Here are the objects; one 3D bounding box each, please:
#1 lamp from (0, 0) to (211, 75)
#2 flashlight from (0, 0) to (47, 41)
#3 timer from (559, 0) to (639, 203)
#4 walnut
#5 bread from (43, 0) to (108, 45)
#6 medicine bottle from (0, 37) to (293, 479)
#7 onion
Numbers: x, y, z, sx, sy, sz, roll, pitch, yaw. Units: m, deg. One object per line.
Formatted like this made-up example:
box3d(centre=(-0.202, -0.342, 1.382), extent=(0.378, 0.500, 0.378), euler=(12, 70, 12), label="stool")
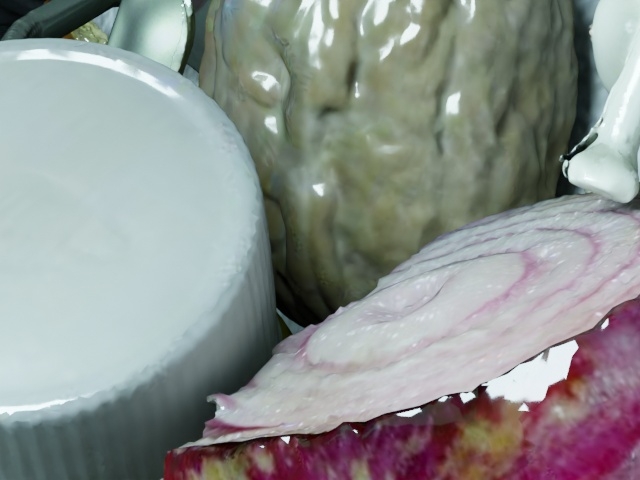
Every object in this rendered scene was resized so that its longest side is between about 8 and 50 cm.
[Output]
box3d(centre=(-0.090, -0.123, 1.027), extent=(0.203, 0.124, 0.283), euler=(-55, 4, 38), label="lamp")
box3d(centre=(-0.154, -0.220, 1.289), extent=(0.424, 0.103, 0.103), euler=(-16, 70, 55), label="flashlight")
box3d(centre=(0.156, -0.151, 0.710), extent=(0.175, 0.175, 0.266), euler=(49, 130, 51), label="timer")
box3d(centre=(0.028, -0.056, 0.890), extent=(0.178, 0.178, 0.230), euler=(12, 103, 59), label="walnut")
box3d(centre=(-0.148, -0.079, 1.285), extent=(0.136, 0.054, 0.154), euler=(21, 107, 52), label="bread")
box3d(centre=(-0.108, 0.105, 0.875), extent=(0.384, 0.224, 0.224), euler=(88, 166, -52), label="medicine bottle")
box3d(centre=(0.092, 0.114, 0.706), extent=(0.256, 0.272, 0.230), euler=(-2, 108, 64), label="onion")
